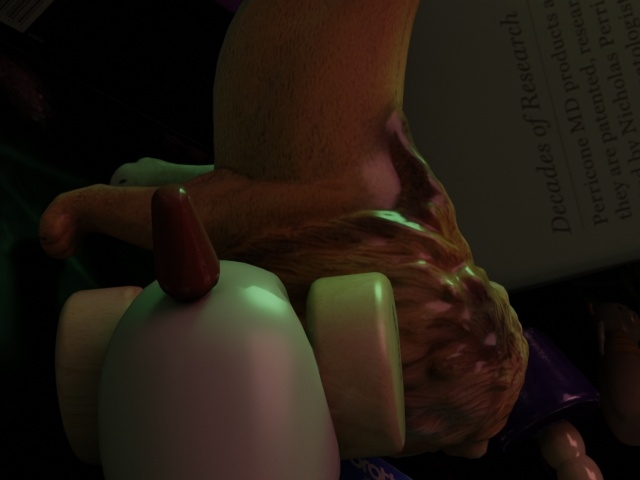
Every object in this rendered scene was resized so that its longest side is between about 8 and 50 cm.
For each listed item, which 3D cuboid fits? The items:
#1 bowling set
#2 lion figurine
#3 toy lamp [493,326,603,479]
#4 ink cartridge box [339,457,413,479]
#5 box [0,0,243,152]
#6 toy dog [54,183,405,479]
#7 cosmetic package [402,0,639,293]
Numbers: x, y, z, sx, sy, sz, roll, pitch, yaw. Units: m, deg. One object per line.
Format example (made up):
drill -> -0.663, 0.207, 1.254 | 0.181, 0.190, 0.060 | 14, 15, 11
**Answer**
bowling set -> 0.369, 0.128, 1.276 | 0.287, 0.200, 0.154 | 44, 24, -23
lion figurine -> -0.004, -0.089, 0.806 | 0.142, 0.240, 0.392 | -21, 116, -67
toy lamp -> 0.183, 0.181, 1.025 | 0.080, 0.080, 0.275 | 9, 46, -55
ink cartridge box -> 0.070, 0.195, 0.858 | 0.207, 0.046, 0.097 | 36, 27, -27
box -> -0.115, -0.179, 0.996 | 0.261, 0.103, 0.184 | 26, 32, -41
toy dog -> -0.043, 0.111, 0.621 | 0.161, 0.220, 0.334 | 72, -5, -47
cosmetic package -> 0.261, -0.160, 1.145 | 0.329, 0.393, 0.327 | -9, 85, -62
